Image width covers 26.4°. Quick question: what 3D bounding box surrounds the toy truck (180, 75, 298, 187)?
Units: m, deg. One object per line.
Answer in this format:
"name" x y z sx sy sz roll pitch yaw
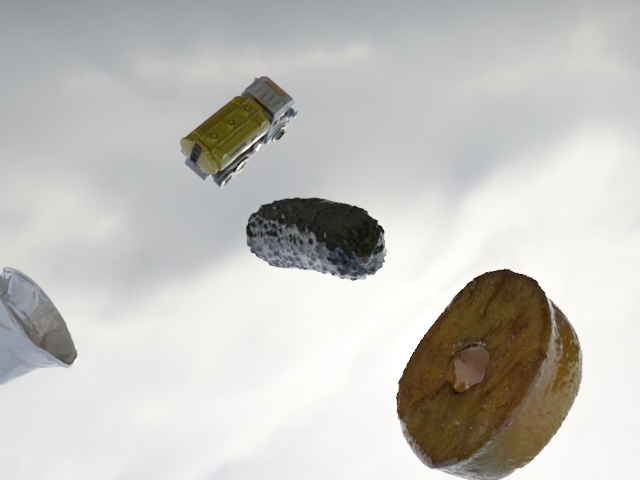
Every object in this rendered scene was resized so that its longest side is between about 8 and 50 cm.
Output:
"toy truck" -0.139 -0.184 2.286 0.098 0.114 0.227 41 -124 8

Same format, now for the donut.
"donut" 0.225 0.185 1.786 0.110 0.303 0.303 33 -177 -22

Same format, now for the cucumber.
"cucumber" 0.002 -0.001 1.212 0.072 0.072 0.300 -13 -173 -17

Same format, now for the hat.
"hat" -0.497 0.155 2.191 0.126 0.203 0.203 -36 -166 9
